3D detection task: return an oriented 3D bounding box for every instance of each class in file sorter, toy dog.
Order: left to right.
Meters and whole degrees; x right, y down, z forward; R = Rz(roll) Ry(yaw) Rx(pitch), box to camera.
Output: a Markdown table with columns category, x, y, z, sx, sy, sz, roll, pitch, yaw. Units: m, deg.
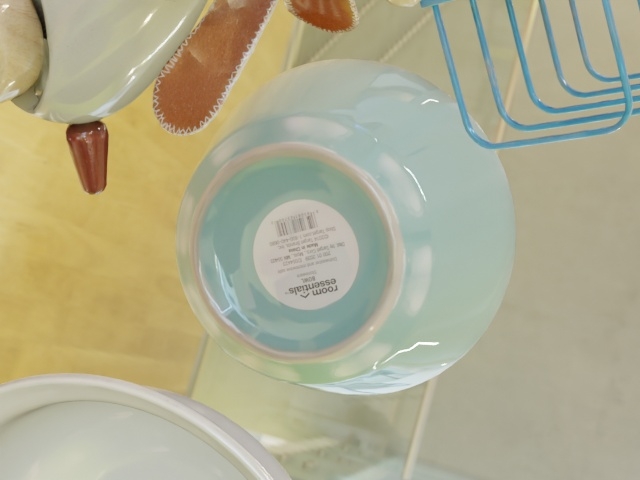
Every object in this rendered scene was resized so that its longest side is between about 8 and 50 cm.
| category | x | y | z | sx | sy | sz | roll | pitch | yaw |
| --- | --- | --- | --- | --- | --- | --- | --- | --- | --- |
| toy dog | -0.080 | -0.114 | 0.652 | 0.220 | 0.334 | 0.161 | -32 | 111 | -35 |
| file sorter | 0.165 | -0.131 | 0.693 | 0.170 | 0.118 | 0.104 | -29 | 107 | -45 |

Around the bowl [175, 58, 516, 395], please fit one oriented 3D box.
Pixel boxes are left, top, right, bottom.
| category | x | y | z | sx | sy | sz | roll | pitch | yaw |
| --- | --- | --- | --- | --- | --- | --- | --- | --- | --- |
| bowl | 0.000 | 0.000 | 0.978 | 0.163 | 0.312 | 0.311 | -22 | 125 | -70 |

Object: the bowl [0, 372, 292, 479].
| category | x | y | z | sx | sy | sz | roll | pitch | yaw |
| --- | --- | --- | --- | --- | --- | --- | --- | --- | --- |
| bowl | -0.113 | 0.211 | 0.711 | 0.134 | 0.298 | 0.297 | -29 | 132 | -71 |
